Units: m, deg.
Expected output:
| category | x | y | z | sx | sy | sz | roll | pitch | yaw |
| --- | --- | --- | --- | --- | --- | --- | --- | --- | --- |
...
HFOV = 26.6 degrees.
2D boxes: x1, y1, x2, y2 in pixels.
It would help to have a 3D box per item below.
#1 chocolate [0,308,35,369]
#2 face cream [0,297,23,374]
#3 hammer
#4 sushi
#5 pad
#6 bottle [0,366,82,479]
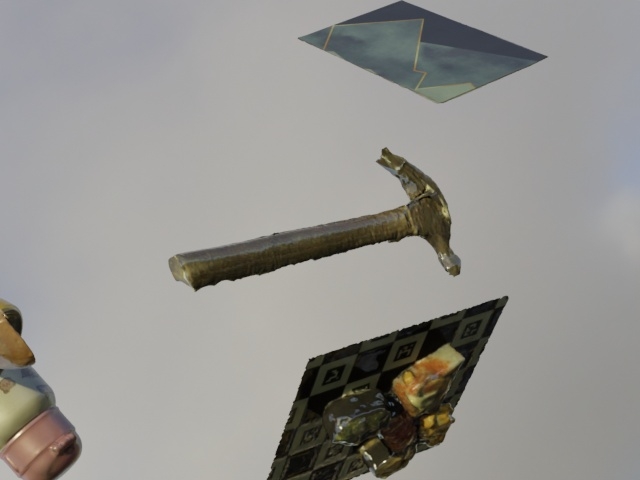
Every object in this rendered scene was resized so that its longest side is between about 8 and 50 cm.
| category | x | y | z | sx | sy | sz | roll | pitch | yaw |
| --- | --- | --- | --- | --- | --- | --- | --- | --- | --- |
| chocolate | -0.273 | 0.088 | 1.133 | 0.031 | 0.064 | 0.100 | -44 | 19 | -23 |
| face cream | -0.498 | 0.047 | 1.482 | 0.105 | 0.348 | 0.105 | -57 | -18 | -29 |
| hammer | 0.001 | 0.000 | 1.093 | 0.297 | 0.125 | 0.027 | -15 | -12 | -42 |
| sushi | 0.102 | 0.258 | 1.923 | 0.359 | 0.064 | 0.343 | -14 | -41 | -34 |
| pad | 0.109 | -0.214 | 1.499 | 0.163 | 0.243 | 0.004 | -26 | -52 | -31 |
| bottle | -0.384 | 0.193 | 1.625 | 0.110 | 0.233 | 0.110 | -43 | -4 | -3 |
